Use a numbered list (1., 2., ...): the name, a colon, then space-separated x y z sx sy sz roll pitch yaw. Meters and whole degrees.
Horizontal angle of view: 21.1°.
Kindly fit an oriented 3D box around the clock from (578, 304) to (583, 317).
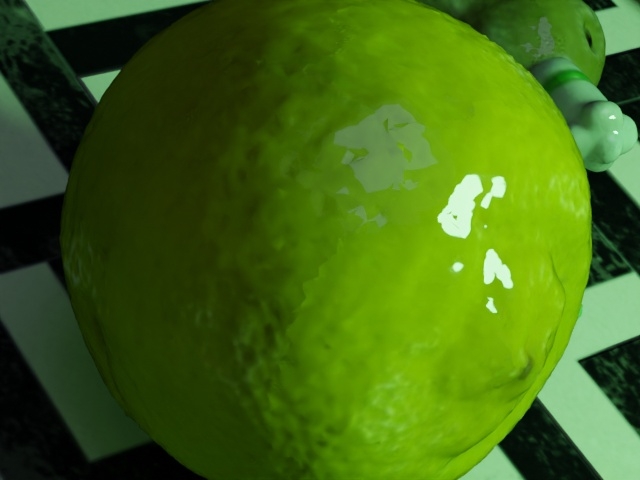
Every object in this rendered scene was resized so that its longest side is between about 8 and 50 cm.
1. clock: 0.101 -0.013 1.281 0.231 0.103 0.144 37 44 12

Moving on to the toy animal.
1. toy animal: 0.160 -0.168 1.409 0.180 0.181 0.363 -22 57 -26

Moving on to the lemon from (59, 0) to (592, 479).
1. lemon: 0.000 0.000 1.067 0.348 0.348 0.348 11 44 -11
